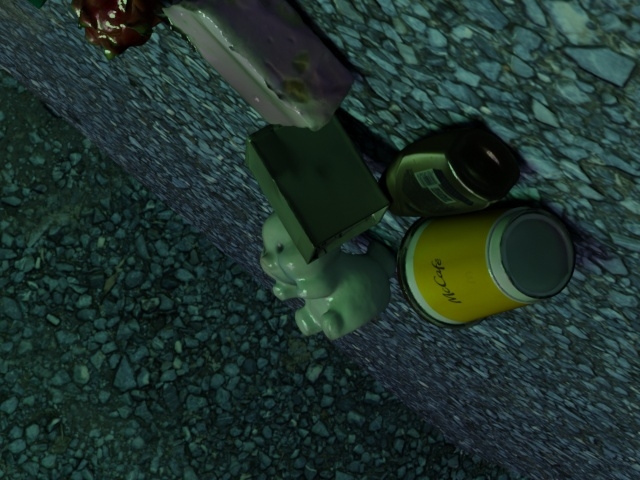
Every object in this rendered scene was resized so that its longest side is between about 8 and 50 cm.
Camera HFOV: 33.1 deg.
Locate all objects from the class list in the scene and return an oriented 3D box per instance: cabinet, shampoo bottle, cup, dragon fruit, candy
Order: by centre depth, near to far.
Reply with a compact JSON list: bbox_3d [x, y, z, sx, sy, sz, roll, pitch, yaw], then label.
[{"bbox_3d":[-0.089,-0.277,1.530,0.265,0.115,0.155,44,165,-29],"label":"candy"},{"bbox_3d":[0.168,-0.091,1.588,0.125,0.084,0.350,41,167,-9],"label":"shampoo bottle"},{"bbox_3d":[0.247,0.035,1.629,0.196,0.196,0.280,40,160,-16],"label":"cup"},{"bbox_3d":[-0.314,-0.383,1.741,0.137,0.135,0.236,46,148,-15],"label":"dragon fruit"},{"bbox_3d":[-0.008,-0.094,1.748,0.206,0.145,0.150,59,169,8],"label":"cabinet"}]

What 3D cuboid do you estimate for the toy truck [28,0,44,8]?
[{"bbox_3d":[-0.459,-0.474,1.809,0.114,0.124,0.253,38,169,-15],"label":"toy truck"}]

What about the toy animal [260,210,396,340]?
[{"bbox_3d":[-0.005,0.009,2.177,0.367,0.241,0.196,55,155,-13],"label":"toy animal"}]
